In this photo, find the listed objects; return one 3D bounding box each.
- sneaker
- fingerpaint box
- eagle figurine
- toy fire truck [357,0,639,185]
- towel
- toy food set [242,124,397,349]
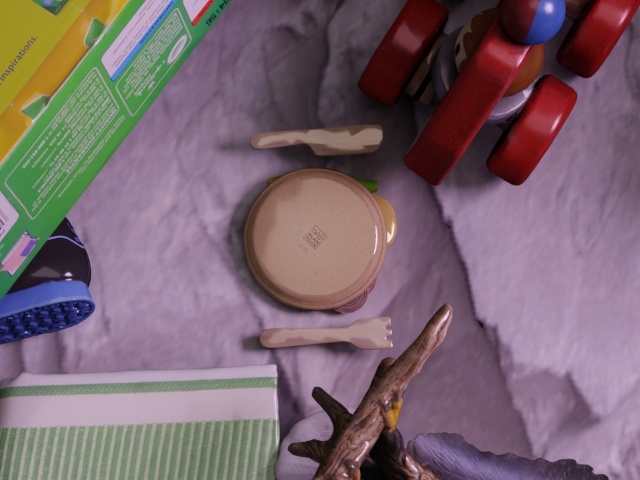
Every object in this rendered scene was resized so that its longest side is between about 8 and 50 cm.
[{"bbox_3d":[-0.304,0.041,1.621,0.232,0.081,0.090,-11,64,-9],"label":"sneaker"},{"bbox_3d":[-0.318,-0.190,1.575,0.371,0.163,0.445,32,78,17],"label":"fingerpaint box"},{"bbox_3d":[0.111,0.237,1.542,0.226,0.225,0.298,-35,116,26],"label":"eagle figurine"},{"bbox_3d":[0.169,-0.197,1.632,0.169,0.254,0.302,33,70,2],"label":"toy fire truck"},{"bbox_3d":[-0.144,0.266,1.604,0.248,0.038,0.325,-2,79,-6],"label":"towel"},{"bbox_3d":[0.000,0.000,1.688,0.132,0.038,0.192,-2,82,0],"label":"toy food set"}]
